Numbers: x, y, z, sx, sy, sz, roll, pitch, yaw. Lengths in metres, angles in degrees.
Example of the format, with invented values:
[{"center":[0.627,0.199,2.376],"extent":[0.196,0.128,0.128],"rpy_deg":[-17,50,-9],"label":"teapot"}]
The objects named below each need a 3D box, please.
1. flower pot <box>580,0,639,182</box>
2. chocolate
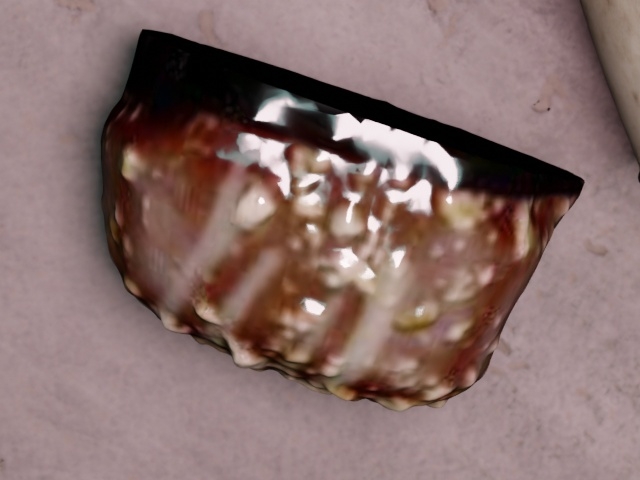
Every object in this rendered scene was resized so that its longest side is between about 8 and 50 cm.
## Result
[{"center":[0.304,-0.238,1.161],"extent":[0.293,0.293,0.330],"rpy_deg":[-24,93,-6],"label":"flower pot"},{"center":[0.000,0.000,1.164],"extent":[0.340,0.225,0.210],"rpy_deg":[18,101,-8],"label":"chocolate"}]
